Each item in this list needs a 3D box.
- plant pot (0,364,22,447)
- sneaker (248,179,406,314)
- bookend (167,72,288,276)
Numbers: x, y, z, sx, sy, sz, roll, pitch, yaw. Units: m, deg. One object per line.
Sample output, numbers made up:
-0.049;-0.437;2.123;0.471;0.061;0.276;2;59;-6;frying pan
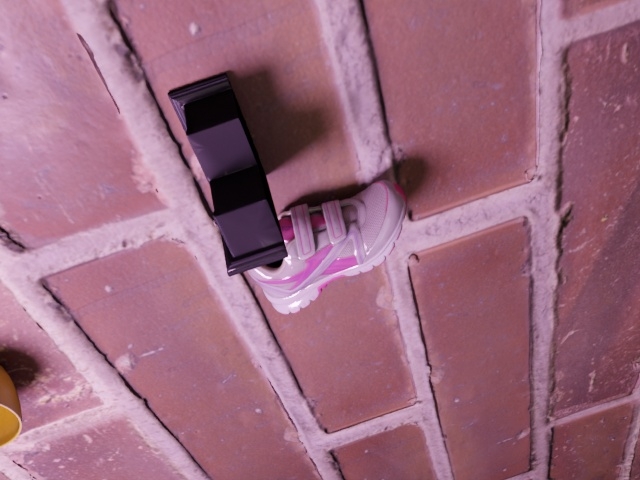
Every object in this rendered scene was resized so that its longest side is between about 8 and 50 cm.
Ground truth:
-0.496;0.227;0.898;0.134;0.095;0.134;-9;134;-10;plant pot
0.000;0.000;0.837;0.252;0.103;0.111;-38;133;17;sneaker
-0.103;-0.073;0.701;0.072;0.157;0.156;-19;135;0;bookend
